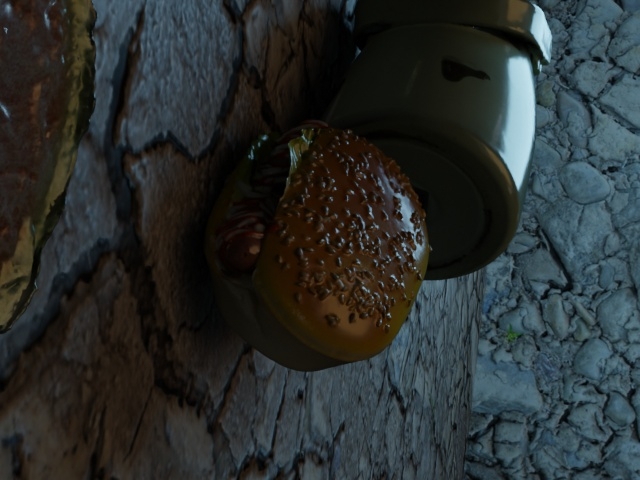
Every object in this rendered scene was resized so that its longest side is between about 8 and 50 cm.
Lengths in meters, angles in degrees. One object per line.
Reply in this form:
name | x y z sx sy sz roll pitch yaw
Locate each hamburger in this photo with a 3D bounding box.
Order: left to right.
hamburger | 0.000 0.000 0.745 0.116 0.173 0.210 -51 -173 39

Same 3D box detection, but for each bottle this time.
bottle | 0.126 -0.154 0.984 0.229 0.229 0.351 77 27 -43

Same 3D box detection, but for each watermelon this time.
watermelon | -0.159 -0.055 0.371 0.139 0.071 0.187 4 99 -66
